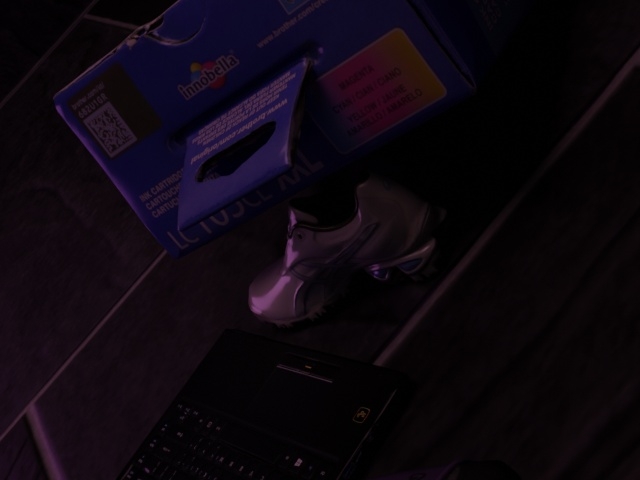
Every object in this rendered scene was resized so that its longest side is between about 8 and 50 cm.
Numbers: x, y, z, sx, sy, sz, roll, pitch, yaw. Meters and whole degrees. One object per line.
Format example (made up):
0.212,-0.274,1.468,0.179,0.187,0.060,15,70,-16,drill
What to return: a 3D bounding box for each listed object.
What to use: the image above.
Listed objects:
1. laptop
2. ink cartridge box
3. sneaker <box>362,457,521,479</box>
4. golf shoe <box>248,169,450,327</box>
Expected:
-0.120,0.136,0.643,0.264,0.136,0.234,-54,27,-17,laptop
0.002,-0.153,0.748,0.270,0.151,0.395,-27,15,36,ink cartridge box
0.031,0.194,0.385,0.124,0.107,0.283,-25,33,27,sneaker
0.000,0.000,0.719,0.176,0.086,0.069,-27,34,38,golf shoe
